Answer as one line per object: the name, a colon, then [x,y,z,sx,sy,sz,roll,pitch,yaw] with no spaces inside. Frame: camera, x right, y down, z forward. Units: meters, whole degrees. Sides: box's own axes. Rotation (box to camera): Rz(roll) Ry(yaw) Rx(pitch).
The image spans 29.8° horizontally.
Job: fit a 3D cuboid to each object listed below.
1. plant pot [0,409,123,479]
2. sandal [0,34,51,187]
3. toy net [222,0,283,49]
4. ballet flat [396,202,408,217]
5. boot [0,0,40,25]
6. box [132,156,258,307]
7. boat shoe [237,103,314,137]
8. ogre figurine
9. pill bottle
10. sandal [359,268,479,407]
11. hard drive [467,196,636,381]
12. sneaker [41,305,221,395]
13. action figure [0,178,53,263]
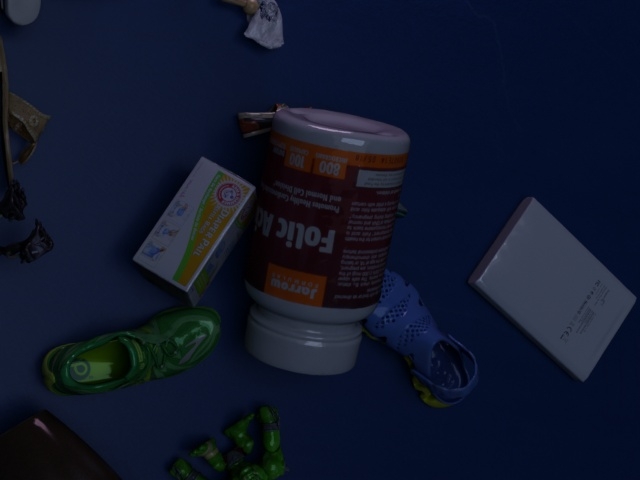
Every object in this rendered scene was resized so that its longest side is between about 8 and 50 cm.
plant pot: [-0.401,0.379,1.804,0.215,0.215,0.230,-31,89,-21]
sandal: [-0.451,-0.196,1.826,0.079,0.088,0.240,-9,89,-18]
toy net: [-0.125,-0.426,1.997,0.122,0.045,0.232,-40,107,-21]
ballet flat: [0.066,-0.076,2.074,0.188,0.070,0.070,4,89,-26]
boot: [-0.448,-0.422,1.800,0.069,0.086,0.190,8,105,-34]
box: [-0.194,-0.013,1.912,0.103,0.114,0.203,30,76,9]
boat shoe: [-0.073,-0.208,2.020,0.137,0.049,0.043,-17,95,-18]
ogre figurine: [-0.135,0.365,1.974,0.197,0.097,0.118,-30,84,-36]
pill bottle: [0.000,0.000,1.922,0.224,0.224,0.392,4,105,-24]
sandal: [0.173,0.167,2.085,0.317,0.138,0.126,46,75,-16]
hard drive: [0.439,0.094,2.255,0.307,0.040,0.203,41,75,-19]
sneaker: [-0.283,0.183,1.884,0.296,0.123,0.109,-18,97,-24]
action figure: [-0.534,0.030,1.768,0.276,0.141,0.164,-28,112,5]
